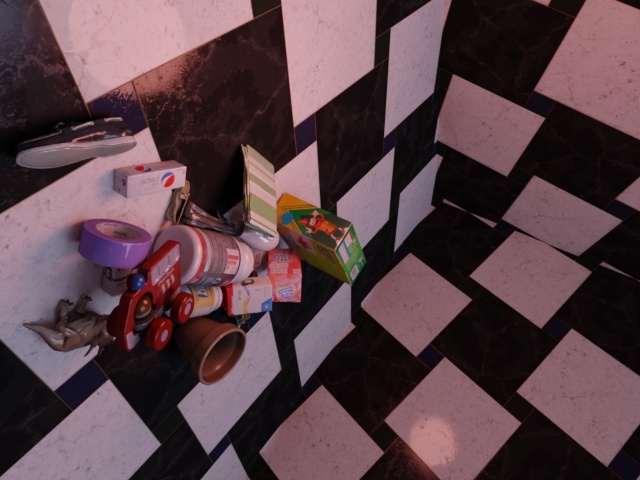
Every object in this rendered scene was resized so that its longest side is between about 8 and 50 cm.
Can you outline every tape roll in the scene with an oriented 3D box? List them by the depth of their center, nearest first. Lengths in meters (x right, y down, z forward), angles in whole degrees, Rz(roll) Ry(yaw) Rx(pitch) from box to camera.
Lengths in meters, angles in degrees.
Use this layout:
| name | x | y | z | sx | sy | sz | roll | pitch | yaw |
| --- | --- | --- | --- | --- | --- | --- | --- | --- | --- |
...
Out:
| name | x | y | z | sx | sy | sz | roll | pitch | yaw |
| --- | --- | --- | --- | --- | --- | --- | --- | --- | --- |
| tape roll | -0.598 | 0.007 | 1.340 | 0.189 | 0.189 | 0.080 | -3 | 116 | -61 |

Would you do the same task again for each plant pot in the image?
| name | x | y | z | sx | sy | sz | roll | pitch | yaw |
| --- | --- | --- | --- | --- | --- | --- | --- | --- | --- |
| plant pot | -0.478 | 0.426 | 1.899 | 0.263 | 0.229 | 0.263 | -43 | 148 | -36 |

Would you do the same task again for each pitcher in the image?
| name | x | y | z | sx | sy | sz | roll | pitch | yaw |
| --- | --- | --- | --- | --- | --- | --- | --- | --- | --- |
| pitcher | -0.256 | -0.023 | 1.890 | 0.207 | 0.177 | 0.125 | 23 | 87 | -45 |

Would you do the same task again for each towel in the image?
| name | x | y | z | sx | sy | sz | roll | pitch | yaw |
| --- | --- | --- | --- | --- | --- | --- | --- | --- | --- |
| towel | -0.238 | -0.188 | 1.801 | 0.248 | 0.038 | 0.325 | 32 | 49 | -64 |

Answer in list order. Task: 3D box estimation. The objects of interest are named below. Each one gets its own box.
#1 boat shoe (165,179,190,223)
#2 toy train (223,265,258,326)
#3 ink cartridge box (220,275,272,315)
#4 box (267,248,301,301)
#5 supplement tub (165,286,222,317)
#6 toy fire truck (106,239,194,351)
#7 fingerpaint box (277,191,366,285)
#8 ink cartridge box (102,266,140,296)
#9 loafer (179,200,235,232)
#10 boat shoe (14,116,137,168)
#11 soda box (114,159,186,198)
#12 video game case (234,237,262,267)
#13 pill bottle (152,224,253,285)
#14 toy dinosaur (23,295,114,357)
| name | x | y | z | sx | sy | sz | roll | pitch | yaw |
| --- | --- | --- | --- | --- | --- | --- | --- | --- | --- |
| boat shoe | -0.483 | -0.133 | 1.580 | 0.153 | 0.048 | 0.056 | -63 | 154 | 1 |
| toy train | -0.347 | 0.247 | 2.054 | 0.190 | 0.142 | 0.334 | -29 | 146 | -25 |
| ink cartridge box | -0.320 | 0.231 | 1.900 | 0.231 | 0.078 | 0.134 | -5 | 118 | -16 |
| box | -0.170 | 0.154 | 2.113 | 0.300 | 0.154 | 0.142 | -106 | -161 | -68 |
| supplement tub | -0.494 | 0.226 | 1.782 | 0.199 | 0.144 | 0.144 | -1 | 115 | -61 |
| toy fire truck | -0.514 | 0.167 | 1.377 | 0.302 | 0.169 | 0.254 | -59 | 160 | -54 |
| fingerpaint box | 0.000 | 0.000 | 2.207 | 0.163 | 0.371 | 0.445 | -57 | 154 | -15 |
| ink cartridge box | -0.639 | 0.096 | 1.490 | 0.109 | 0.063 | 0.150 | -18 | 129 | -56 |
| loafer | -0.408 | -0.083 | 1.720 | 0.267 | 0.096 | 0.084 | 14 | 92 | -60 |
| boat shoe | -0.625 | -0.256 | 1.168 | 0.114 | 0.091 | 0.302 | -27 | 180 | 37 |
| soda box | -0.525 | -0.194 | 1.425 | 0.216 | 0.069 | 0.074 | -25 | 135 | -51 |
| video game case | -0.334 | 0.044 | 2.029 | 0.206 | 0.026 | 0.227 | -24 | 135 | -47 |
| pill bottle | -0.418 | 0.067 | 1.701 | 0.363 | 0.210 | 0.210 | 15 | 101 | -63 |
| toy dinosaur | -0.745 | 0.290 | 1.421 | 0.295 | 0.127 | 0.200 | -9 | 129 | -52 |
